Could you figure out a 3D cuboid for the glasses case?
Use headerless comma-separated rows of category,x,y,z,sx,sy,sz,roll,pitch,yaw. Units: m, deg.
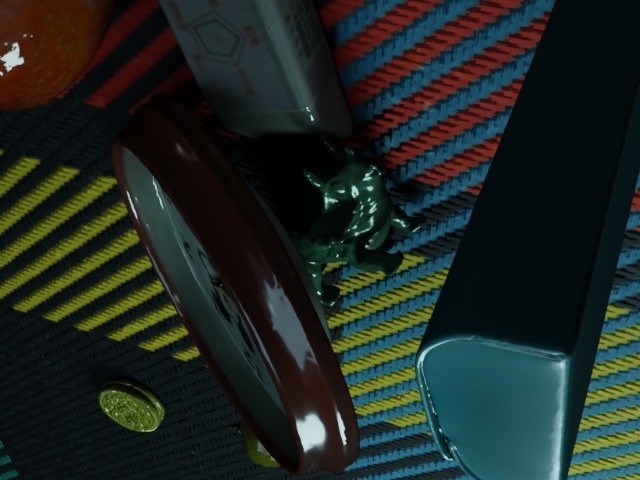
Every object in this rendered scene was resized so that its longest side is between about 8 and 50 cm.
glasses case,0.125,-0.026,0.491,0.070,0.301,0.117,8,136,20

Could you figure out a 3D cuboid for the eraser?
eraser,-0.070,-0.191,0.611,0.089,0.061,0.352,3,134,28

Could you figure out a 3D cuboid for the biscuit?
biscuit,-0.229,0.199,1.146,0.084,0.023,0.084,15,139,14

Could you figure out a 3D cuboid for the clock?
clock,-0.060,0.034,0.734,0.318,0.080,0.318,52,161,26

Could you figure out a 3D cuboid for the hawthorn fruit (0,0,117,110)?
hawthorn fruit,-0.209,-0.191,0.594,0.196,0.196,0.225,36,134,-10

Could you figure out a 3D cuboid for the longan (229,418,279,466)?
longan,-0.061,0.207,1.027,0.083,0.075,0.075,9,137,17

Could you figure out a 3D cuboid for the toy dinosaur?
toy dinosaur,0.016,0.007,0.767,0.120,0.079,0.292,24,152,12
